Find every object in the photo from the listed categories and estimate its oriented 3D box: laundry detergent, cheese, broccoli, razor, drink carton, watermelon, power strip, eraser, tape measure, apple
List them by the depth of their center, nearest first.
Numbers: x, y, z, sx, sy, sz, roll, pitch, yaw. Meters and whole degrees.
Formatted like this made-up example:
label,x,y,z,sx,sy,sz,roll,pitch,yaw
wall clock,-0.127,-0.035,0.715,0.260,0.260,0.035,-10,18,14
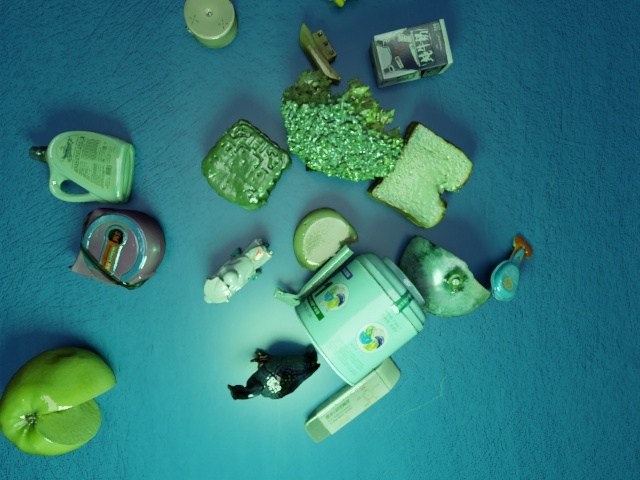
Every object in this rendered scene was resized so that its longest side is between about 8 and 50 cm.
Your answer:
label,x,y,z,sx,sy,sz,roll,pitch,yaw
broccoli,0.048,-0.326,1.158,0.338,0.317,0.277,-13,134,12
apple,-0.750,0.459,1.164,0.292,0.254,0.292,0,90,1
laundry detergent,0.129,0.209,1.179,0.305,0.287,0.287,-39,94,0
laundry detergent,-0.714,-0.220,1.202,0.280,0.105,0.215,7,95,-5
tape measure,-0.595,0.016,1.207,0.245,0.149,0.231,23,95,3
power strip,-0.328,-0.663,1.213,0.154,0.078,0.154,0,96,-3
razor,-0.009,0.113,1.217,0.278,0.056,0.111,-41,125,21
drink carton,0.272,-0.568,1.241,0.222,0.102,0.134,-14,96,-1
watermelon,0.378,0.145,1.245,0.322,0.175,0.188,34,90,-3
cheese,0.000,0.000,1.260,0.175,0.091,0.202,43,92,-5
cheese,0.605,0.090,1.281,0.106,0.037,0.256,45,63,-10
eraser,0.105,0.513,1.307,0.352,0.061,0.089,-36,95,0

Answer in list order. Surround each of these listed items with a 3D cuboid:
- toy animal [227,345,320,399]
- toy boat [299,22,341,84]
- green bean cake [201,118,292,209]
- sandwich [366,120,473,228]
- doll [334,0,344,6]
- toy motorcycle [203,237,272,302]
label,x,y,z,sx,sy,sz,roll,pitch,yaw
toy animal,-0.132,0.405,1.229,0.298,0.185,0.122,-5,89,-21
toy boat,0.004,-0.573,1.248,0.077,0.057,0.200,-32,94,-7
green bean cake,-0.222,-0.220,1.224,0.222,0.125,0.227,38,95,-4
sandwich,0.319,-0.196,1.264,0.249,0.095,0.273,32,92,-4
doll,0.133,-0.852,1.220,0.316,0.145,0.103,-48,132,6
toy motorcycle,-0.255,0.101,1.213,0.260,0.171,0.110,-41,96,2
